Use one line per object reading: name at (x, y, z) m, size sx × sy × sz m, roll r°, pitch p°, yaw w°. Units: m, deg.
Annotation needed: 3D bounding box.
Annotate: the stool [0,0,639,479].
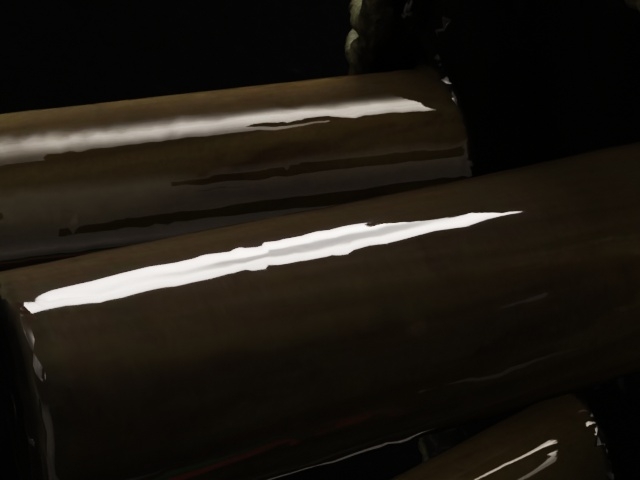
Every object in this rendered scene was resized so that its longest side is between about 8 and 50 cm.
stool at (0.000, 0.000, 0.559) m, size 0.226 × 0.310 × 0.310 m, roll -12°, pitch -122°, yaw -15°
